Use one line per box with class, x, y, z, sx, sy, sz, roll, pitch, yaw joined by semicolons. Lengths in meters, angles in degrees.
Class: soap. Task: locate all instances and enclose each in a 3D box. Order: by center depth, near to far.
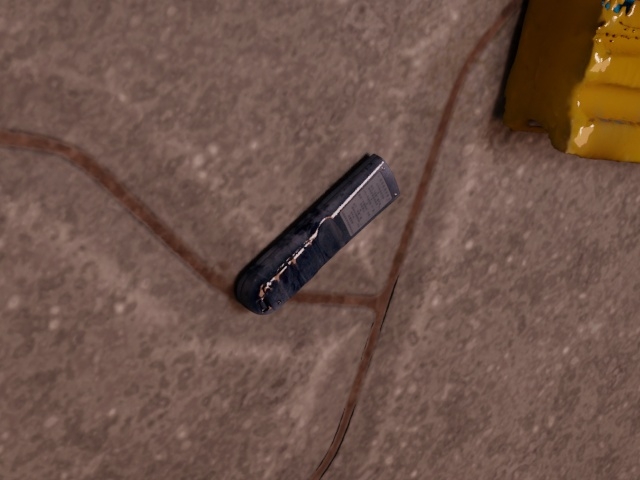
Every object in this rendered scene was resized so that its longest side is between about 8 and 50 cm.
soap;0.301;-0.164;1.311;0.324;0.096;0.204;2;110;-40

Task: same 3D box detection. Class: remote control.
remote control;-0.001;-0.001;1.188;0.152;0.027;0.043;-44;129;-17
